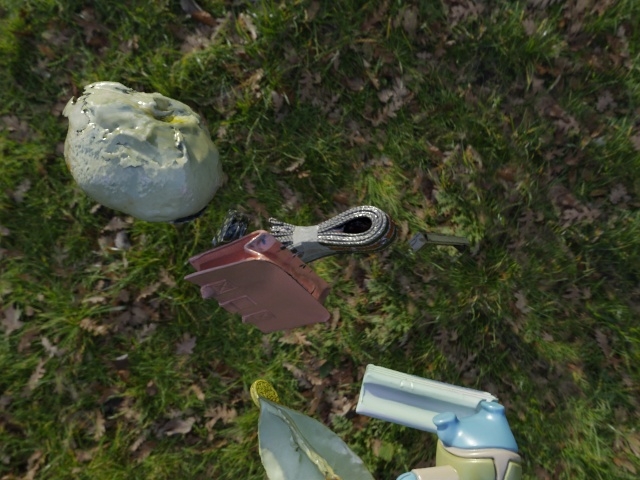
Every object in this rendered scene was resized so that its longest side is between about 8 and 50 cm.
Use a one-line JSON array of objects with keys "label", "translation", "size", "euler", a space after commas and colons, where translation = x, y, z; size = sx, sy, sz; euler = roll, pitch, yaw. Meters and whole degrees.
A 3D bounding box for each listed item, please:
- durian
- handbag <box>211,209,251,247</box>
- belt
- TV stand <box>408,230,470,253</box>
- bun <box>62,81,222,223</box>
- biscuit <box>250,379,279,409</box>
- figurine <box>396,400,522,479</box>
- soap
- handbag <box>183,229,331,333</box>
[{"label": "durian", "translation": [-0.017, 0.348, 0.746], "size": [0.144, 0.139, 0.252], "euler": [-35, 47, -10]}, {"label": "handbag", "translation": [-0.228, -0.025, 1.284], "size": [0.072, 0.139, 0.115], "euler": [29, 81, -13]}, {"label": "belt", "translation": [0.000, 0.000, 1.122], "size": [0.359, 0.094, 0.126], "euler": [-10, 60, 29]}, {"label": "TV stand", "translation": [0.350, 0.010, 1.412], "size": [0.049, 0.256, 0.040], "euler": [-47, 58, 32]}, {"label": "bun", "translation": [-0.248, -0.140, 0.710], "size": [0.239, 0.239, 0.141], "euler": [44, 119, 17]}, {"label": "biscuit", "translation": [-0.132, 0.369, 1.154], "size": [0.023, 0.084, 0.084], "euler": [-40, 74, 15]}, {"label": "figurine", "translation": [0.163, 0.338, 0.620], "size": [0.154, 0.180, 0.262], "euler": [1, 83, 51]}, {"label": "soap", "translation": [0.229, 0.353, 1.057], "size": [0.289, 0.173, 0.095], "euler": [12, 83, 8]}, {"label": "handbag", "translation": [-0.091, 0.074, 0.772], "size": [0.157, 0.212, 0.059], "euler": [-18, 50, 24]}]
